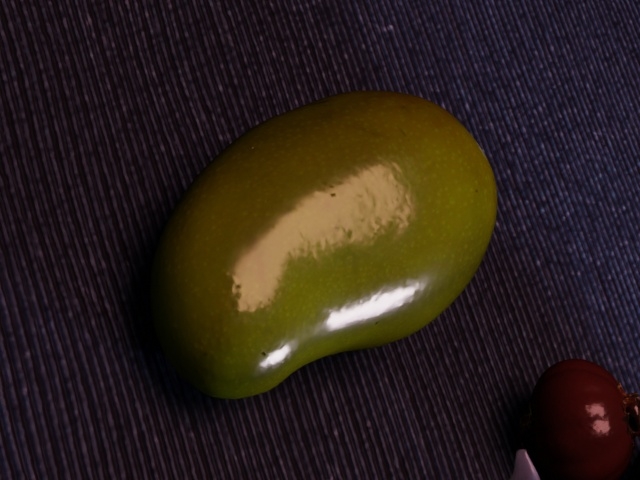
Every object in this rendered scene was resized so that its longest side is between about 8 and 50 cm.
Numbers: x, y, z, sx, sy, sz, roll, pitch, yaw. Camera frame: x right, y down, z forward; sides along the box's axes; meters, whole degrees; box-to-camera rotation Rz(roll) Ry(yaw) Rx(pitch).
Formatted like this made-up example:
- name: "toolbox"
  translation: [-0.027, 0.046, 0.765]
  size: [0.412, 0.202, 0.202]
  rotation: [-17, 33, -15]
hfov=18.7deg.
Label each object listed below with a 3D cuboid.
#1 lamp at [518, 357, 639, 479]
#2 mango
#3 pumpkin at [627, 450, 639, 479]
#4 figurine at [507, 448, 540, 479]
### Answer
- name: "lamp"
  translation: [0.190, 0.135, 1.415]
  size: [0.101, 0.090, 0.101]
  rotation: [-9, 90, -81]
- name: "mango"
  translation: [0.000, 0.000, 1.291]
  size: [0.293, 0.143, 0.175]
  rotation: [-32, 94, -39]
- name: "pumpkin"
  translation: [0.329, 0.224, 1.399]
  size: [0.250, 0.216, 0.250]
  rotation: [-18, 112, -52]
- name: "figurine"
  translation: [0.152, 0.249, 1.280]
  size: [0.184, 0.128, 0.208]
  rotation: [-17, 68, -45]
